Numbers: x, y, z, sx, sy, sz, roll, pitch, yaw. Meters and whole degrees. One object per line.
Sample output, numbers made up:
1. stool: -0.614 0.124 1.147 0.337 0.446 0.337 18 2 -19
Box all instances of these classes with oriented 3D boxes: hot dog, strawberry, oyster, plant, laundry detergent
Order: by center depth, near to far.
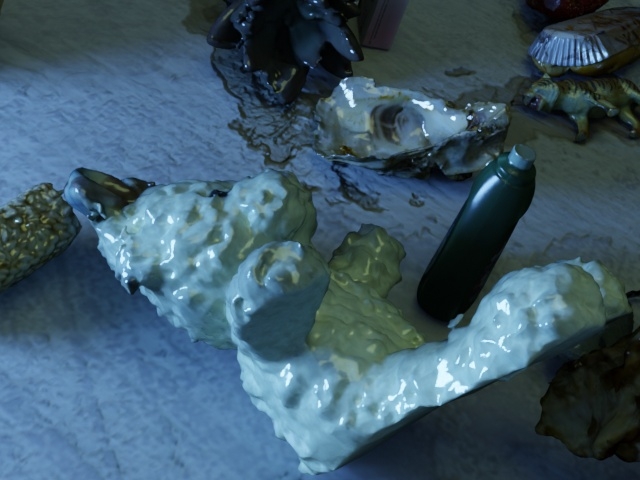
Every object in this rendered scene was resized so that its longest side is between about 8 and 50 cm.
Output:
1. laundry detergent: 0.168 -0.020 0.929 0.063 0.211 0.137 33 46 13
2. oyster: 0.107 -0.121 1.095 0.232 0.107 0.162 0 51 6
3. plant: -0.040 -0.330 1.172 0.194 0.182 0.321 8 42 -12
4. hot dog: 0.412 -0.294 1.352 0.252 0.069 0.131 -25 36 -37
5. strawberry: 0.376 -0.395 1.405 0.148 0.131 0.131 -18 56 -46

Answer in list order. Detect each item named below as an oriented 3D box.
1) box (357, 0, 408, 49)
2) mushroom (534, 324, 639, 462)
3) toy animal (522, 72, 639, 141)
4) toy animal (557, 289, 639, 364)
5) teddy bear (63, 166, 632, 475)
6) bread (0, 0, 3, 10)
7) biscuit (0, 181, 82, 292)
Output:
1. box: 0.088 -0.336 1.253 0.043 0.125 0.089 8 48 -14
2. mushroom: 0.434 0.110 0.800 0.334 0.331 0.356 43 42 5
3. toy animal: 0.393 -0.191 1.269 0.241 0.057 0.099 -7 51 -23
4. toy animal: 0.324 0.083 0.997 0.252 0.070 0.079 -17 85 -42
5. teddy bear: 0.000 0.000 0.789 0.362 0.375 0.327 61 23 13
6. bread: -0.492 -0.310 0.981 0.288 0.204 0.156 30 42 4
7. biscuit: -0.298 0.013 0.839 0.070 0.082 0.168 51 48 -5
